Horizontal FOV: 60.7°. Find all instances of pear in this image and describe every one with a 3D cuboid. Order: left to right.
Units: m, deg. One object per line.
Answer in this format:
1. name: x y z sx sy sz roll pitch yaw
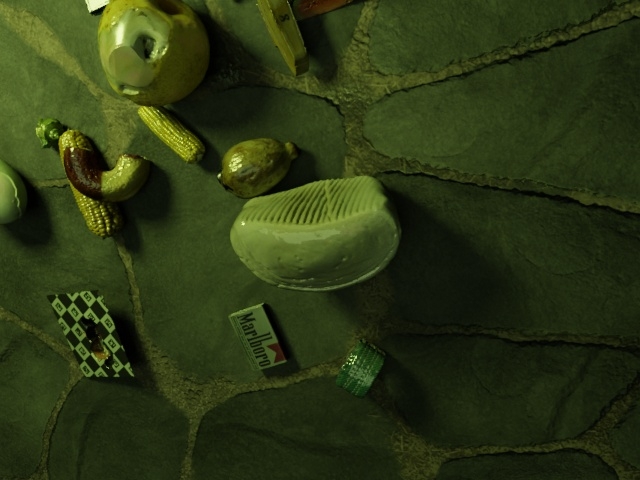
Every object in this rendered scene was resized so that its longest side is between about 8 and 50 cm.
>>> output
1. pear: -0.393 -0.448 1.285 0.271 0.271 0.271 4 107 14

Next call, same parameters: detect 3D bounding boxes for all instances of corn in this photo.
1. corn: -0.635 -0.153 1.497 0.102 0.102 0.312 -18 101 19
2. corn: -0.382 -0.279 1.410 0.203 0.072 0.072 42 112 2

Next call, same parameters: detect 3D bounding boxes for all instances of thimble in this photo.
1. thimble: 0.105 0.337 1.429 0.090 0.118 0.135 31 111 4

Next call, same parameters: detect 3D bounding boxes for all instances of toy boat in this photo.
1. toy boat: -0.087 -0.491 1.261 0.068 0.088 0.226 -27 101 -16

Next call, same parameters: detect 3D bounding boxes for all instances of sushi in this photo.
1. sushi: -0.680 0.276 1.663 0.264 0.050 0.290 -9 106 32

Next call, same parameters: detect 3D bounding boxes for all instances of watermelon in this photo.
1. watermelon: -0.004 -0.560 1.224 0.163 0.069 0.086 -13 101 20

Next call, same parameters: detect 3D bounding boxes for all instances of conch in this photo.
1. conch: -0.749 -0.295 1.500 0.121 0.074 0.089 28 91 32

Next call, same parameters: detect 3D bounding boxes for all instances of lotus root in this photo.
1. lotus root: -0.152 -0.187 1.349 0.214 0.138 0.138 -28 97 9

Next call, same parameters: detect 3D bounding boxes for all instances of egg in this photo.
1. egg: -0.929 -0.139 1.538 0.217 0.183 0.183 34 111 0

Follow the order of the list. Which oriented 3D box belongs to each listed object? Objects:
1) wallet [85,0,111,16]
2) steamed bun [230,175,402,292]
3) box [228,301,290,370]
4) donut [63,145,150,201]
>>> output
1. wallet: -0.455 -0.683 1.325 0.317 0.044 0.169 -17 97 17
2. steamed bun: -0.003 0.004 1.290 0.384 0.247 0.236 -9 115 6
3. box: -0.171 0.269 1.528 0.115 0.036 0.177 -20 100 19
4. donut: -0.558 -0.175 1.423 0.217 0.085 0.141 2 89 -15
